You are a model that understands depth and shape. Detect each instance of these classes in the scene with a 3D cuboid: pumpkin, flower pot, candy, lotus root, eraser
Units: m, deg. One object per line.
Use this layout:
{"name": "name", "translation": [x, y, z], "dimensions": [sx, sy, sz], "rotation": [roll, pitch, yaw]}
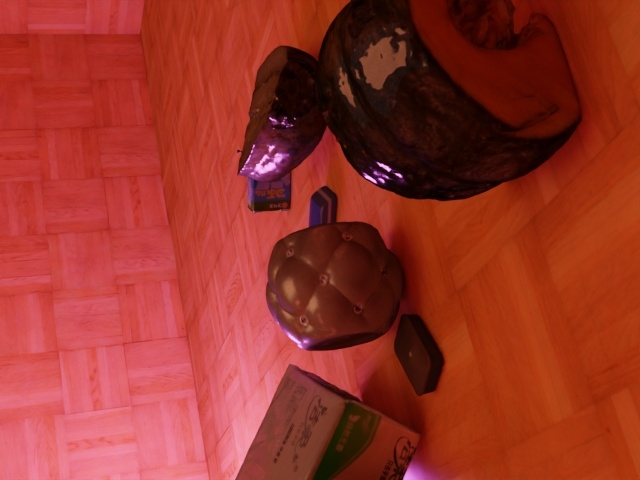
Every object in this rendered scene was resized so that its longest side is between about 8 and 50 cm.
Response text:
{"name": "pumpkin", "translation": [0.148, -0.191, 1.118], "dimensions": [0.225, 0.303, 0.256], "rotation": [-42, 28, 58]}
{"name": "flower pot", "translation": [0.025, 0.084, 1.575], "dimensions": [0.246, 0.246, 0.195], "rotation": [130, 132, -64]}
{"name": "candy", "translation": [-0.123, -0.167, 2.155], "dimensions": [0.062, 0.097, 0.195], "rotation": [-140, 49, -63]}
{"name": "lotus root", "translation": [-0.059, -0.282, 1.889], "dimensions": [0.260, 0.149, 0.267], "rotation": [142, 139, -63]}
{"name": "eraser", "translation": [0.000, 0.000, 1.927], "dimensions": [0.082, 0.036, 0.225], "rotation": [-134, 44, -61]}

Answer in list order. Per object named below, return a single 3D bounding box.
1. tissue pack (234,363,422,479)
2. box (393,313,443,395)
{"name": "tissue pack", "translation": [-0.023, 0.465, 1.632], "dimensions": [0.405, 0.205, 0.331], "rotation": [-64, 21, -6]}
{"name": "box", "translation": [0.163, 0.189, 1.508], "dimensions": [0.126, 0.031, 0.091], "rotation": [-117, 29, -49]}
